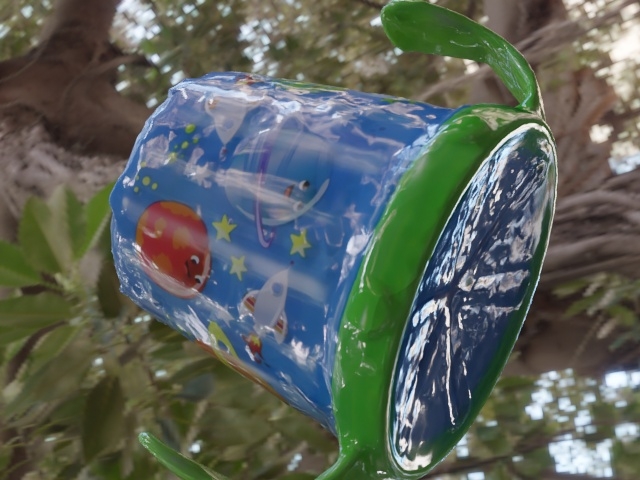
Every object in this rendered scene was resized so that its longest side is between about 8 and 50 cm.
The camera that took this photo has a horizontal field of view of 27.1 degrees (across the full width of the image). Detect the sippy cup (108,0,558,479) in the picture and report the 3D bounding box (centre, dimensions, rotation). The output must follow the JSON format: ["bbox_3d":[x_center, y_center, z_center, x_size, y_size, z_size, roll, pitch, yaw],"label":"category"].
[{"bbox_3d":[0.000,0.000,0.830,0.305,0.224,0.240,-39,-37,-47],"label":"sippy cup"}]
